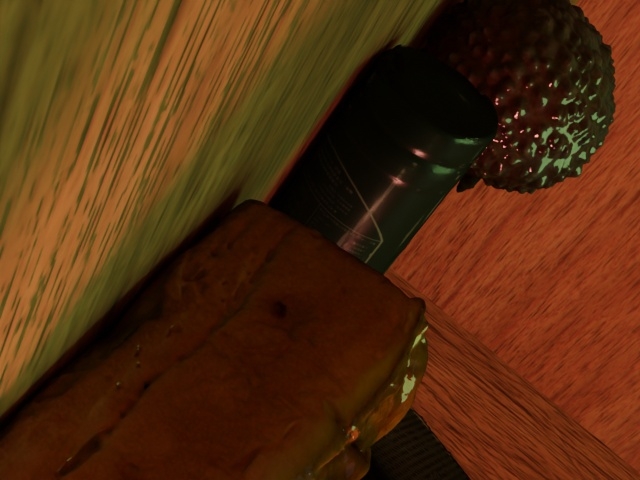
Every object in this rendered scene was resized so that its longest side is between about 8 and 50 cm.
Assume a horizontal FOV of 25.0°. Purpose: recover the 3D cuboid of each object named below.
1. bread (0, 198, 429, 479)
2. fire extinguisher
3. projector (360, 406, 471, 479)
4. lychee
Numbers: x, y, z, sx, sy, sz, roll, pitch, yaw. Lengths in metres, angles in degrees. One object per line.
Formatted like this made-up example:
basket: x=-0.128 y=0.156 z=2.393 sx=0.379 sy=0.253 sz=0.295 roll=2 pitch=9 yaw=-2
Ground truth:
bread: x=-0.067 y=0.117 z=0.809 sx=0.294 sy=0.167 sz=0.132 roll=-48 pitch=175 yaw=-34
fire extinguisher: x=0.000 y=0.000 z=1.037 sx=0.095 sy=0.114 sz=0.311 roll=7 pitch=132 yaw=-37
projector: x=-0.047 y=0.322 z=1.183 sx=0.242 sy=0.405 sz=0.395 roll=28 pitch=106 yaw=-41
lychee: x=0.146 y=-0.107 z=1.116 sx=0.165 sy=0.165 sz=0.197 roll=-45 pitch=151 yaw=-52
